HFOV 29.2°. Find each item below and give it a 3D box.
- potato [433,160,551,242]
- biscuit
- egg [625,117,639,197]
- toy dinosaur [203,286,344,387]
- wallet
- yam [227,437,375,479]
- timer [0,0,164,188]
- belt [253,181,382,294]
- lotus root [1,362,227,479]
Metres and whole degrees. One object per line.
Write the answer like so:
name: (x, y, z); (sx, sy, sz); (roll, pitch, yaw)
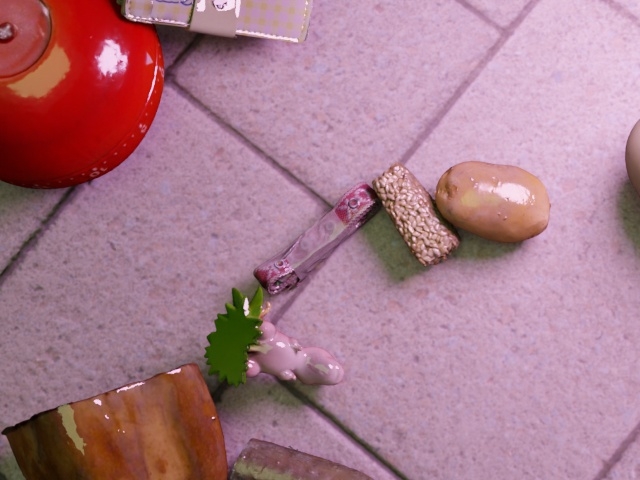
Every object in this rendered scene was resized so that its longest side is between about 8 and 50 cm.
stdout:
potato: (0.261, -0.060, 1.871); (0.178, 0.109, 0.118); (14, 89, -4)
biscuit: (0.147, -0.041, 1.897); (0.070, 0.082, 0.168); (-37, 77, 16)
egg: (0.577, -0.105, 1.781); (0.269, 0.219, 0.219); (33, 87, 11)
toy dinosaur: (-0.072, 0.153, 1.880); (0.194, 0.177, 0.152); (12, 87, 39)
wallet: (-0.153, -0.424, 1.874); (0.310, 0.077, 0.223); (4, 105, -30)
yam: (-0.011, 0.376, 1.847); (0.259, 0.106, 0.106); (18, 84, 10)
timer: (-0.435, -0.270, 1.918); (0.378, 0.279, 0.378); (-2, 79, 9)
belt: (0.000, 0.000, 1.924); (0.232, 0.071, 0.053); (-40, 72, -3)
lotus root: (-0.288, 0.324, 1.836); (0.316, 0.316, 0.250); (-23, 92, 4)
